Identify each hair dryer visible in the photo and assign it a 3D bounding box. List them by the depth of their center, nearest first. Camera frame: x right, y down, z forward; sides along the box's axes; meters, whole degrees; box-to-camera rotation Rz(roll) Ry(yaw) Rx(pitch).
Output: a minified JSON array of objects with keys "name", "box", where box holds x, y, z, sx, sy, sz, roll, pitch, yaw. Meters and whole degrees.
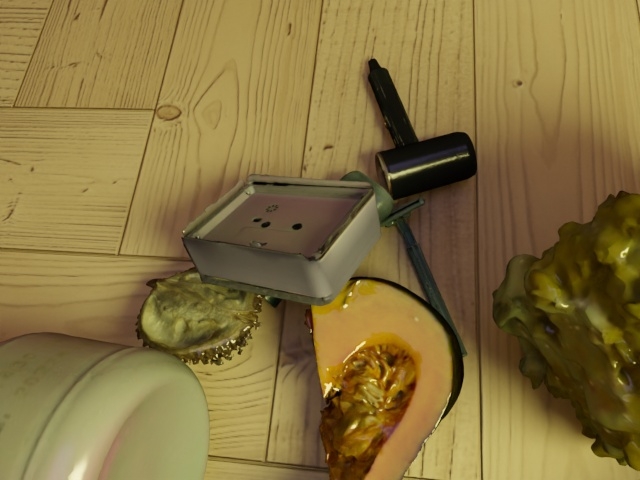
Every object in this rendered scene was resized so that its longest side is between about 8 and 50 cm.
[{"name":"hair dryer","box":[0.125,-0.181,0.761,0.128,0.070,0.256,-14,62,0]}]

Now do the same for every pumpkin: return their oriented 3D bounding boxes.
[{"name":"pumpkin","box":[0.030,0.173,0.580,0.190,0.139,0.280,37,73,16]}]

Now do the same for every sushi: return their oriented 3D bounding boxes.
[{"name":"sushi","box":[0.350,0.055,0.460,0.351,0.396,0.240,-27,70,1]}]

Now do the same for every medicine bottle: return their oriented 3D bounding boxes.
[{"name":"medicine bottle","box":[-0.296,0.215,0.543,0.301,0.241,0.241,4,68,18]},{"name":"medicine bottle","box":[0.000,0.000,0.694,0.208,0.054,0.090,-45,52,-5]}]

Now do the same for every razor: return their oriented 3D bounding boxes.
[{"name":"razor","box":[0.137,0.052,0.679,0.084,0.036,0.211,-28,71,20]}]

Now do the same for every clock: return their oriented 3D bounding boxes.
[{"name":"clock","box":[-0.044,-0.009,0.609,0.193,0.073,0.145,8,39,33]}]

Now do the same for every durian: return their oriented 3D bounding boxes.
[{"name":"durian","box":[-0.151,0.094,0.662,0.188,0.091,0.148,23,62,26]}]
